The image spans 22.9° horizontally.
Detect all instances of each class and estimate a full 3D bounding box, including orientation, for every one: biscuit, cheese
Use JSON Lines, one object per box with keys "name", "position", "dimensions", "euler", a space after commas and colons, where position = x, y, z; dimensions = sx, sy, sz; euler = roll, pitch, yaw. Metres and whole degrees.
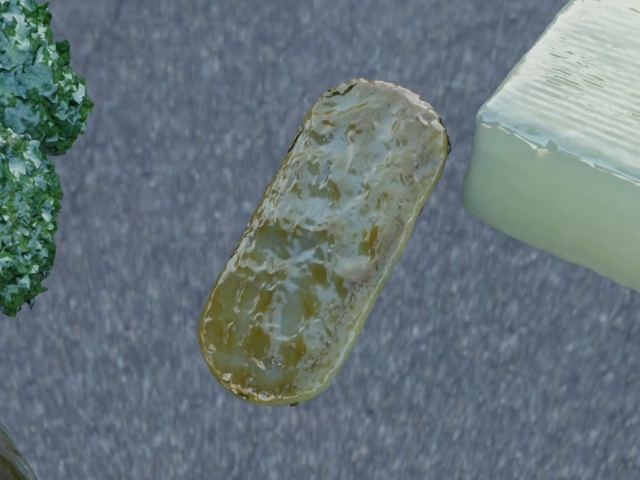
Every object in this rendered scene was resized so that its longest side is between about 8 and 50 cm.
{"name": "biscuit", "position": [0.000, 0.000, 1.103], "dimensions": [0.118, 0.029, 0.247], "euler": [26, 85, 23]}
{"name": "cheese", "position": [0.271, -0.068, 1.130], "dimensions": [0.265, 0.124, 0.242], "euler": [25, 53, 19]}

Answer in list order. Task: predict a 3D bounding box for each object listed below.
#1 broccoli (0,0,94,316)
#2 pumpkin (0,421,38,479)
{"name": "broccoli", "position": [-0.310, -0.034, 0.961], "dimensions": [0.310, 0.321, 0.413], "euler": [-2, 77, -22]}
{"name": "pumpkin", "position": [-0.245, 0.142, 0.711], "dimensions": [0.232, 0.242, 0.325], "euler": [-42, 38, -24]}
